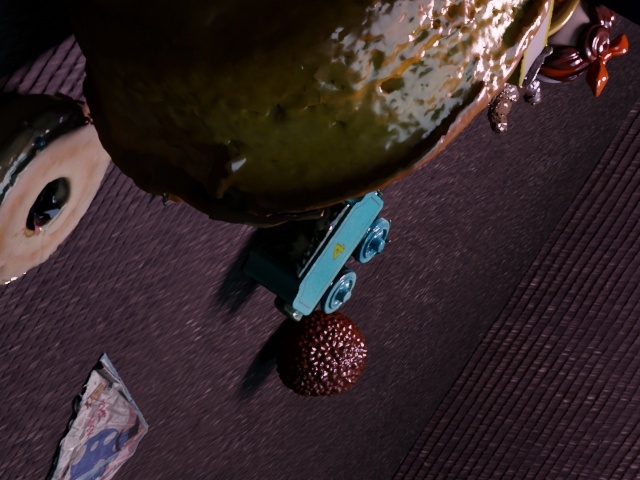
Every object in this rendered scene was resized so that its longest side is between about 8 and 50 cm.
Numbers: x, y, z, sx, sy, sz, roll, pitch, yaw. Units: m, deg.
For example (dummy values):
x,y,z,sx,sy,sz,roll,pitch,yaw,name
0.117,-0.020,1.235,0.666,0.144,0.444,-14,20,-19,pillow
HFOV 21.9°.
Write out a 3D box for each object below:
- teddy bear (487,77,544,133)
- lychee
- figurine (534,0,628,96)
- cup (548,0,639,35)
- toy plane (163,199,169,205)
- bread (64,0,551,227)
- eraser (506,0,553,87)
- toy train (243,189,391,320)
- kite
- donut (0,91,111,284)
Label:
x,y,z,sx,sy,sz,roll,pitch,yaw,name
0.278,-0.234,2.406,0.160,0.078,0.119,-42,126,-23,teddy bear
-0.003,0.159,2.254,0.129,0.123,0.123,-52,165,-34,lychee
0.263,-0.263,2.013,0.183,0.226,0.160,-45,162,-35,figurine
0.291,-0.336,1.899,0.255,0.256,0.178,-60,164,18,cup
-0.122,-0.065,1.610,0.083,0.033,0.080,-46,172,-34,toy plane
-0.024,-0.193,1.181,0.358,0.337,0.204,-54,140,-16,bread
0.120,-0.250,1.630,0.069,0.226,0.158,-59,165,-18,eraser
0.000,0.000,1.984,0.198,0.107,0.154,-56,157,-2,toy train
-0.286,0.276,1.833,0.368,0.014,0.406,-30,149,-59,kite
-0.233,-0.042,1.266,0.174,0.068,0.174,-51,166,-18,donut
